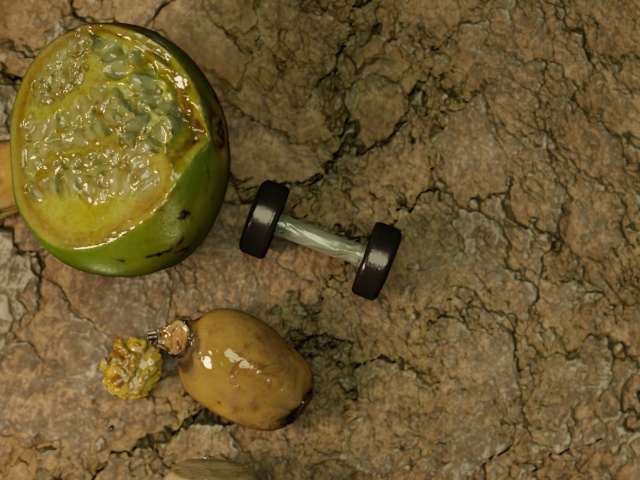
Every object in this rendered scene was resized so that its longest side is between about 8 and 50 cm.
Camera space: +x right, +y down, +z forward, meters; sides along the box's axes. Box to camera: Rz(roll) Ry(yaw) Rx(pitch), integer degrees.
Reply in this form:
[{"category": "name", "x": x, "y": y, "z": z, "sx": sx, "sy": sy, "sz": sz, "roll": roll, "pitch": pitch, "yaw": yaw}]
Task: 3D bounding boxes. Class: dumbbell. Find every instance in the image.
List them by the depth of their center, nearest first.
[{"category": "dumbbell", "x": 0.000, "y": 0.000, "z": 1.934, "sx": 0.191, "sy": 0.100, "sz": 0.100, "roll": 21, "pitch": 78, "yaw": 2}]

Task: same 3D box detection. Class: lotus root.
[{"category": "lotus root", "x": -0.109, "y": 0.154, "z": 1.888, "sx": 0.221, "sy": 0.118, "sz": 0.125, "roll": 33, "pitch": 62, "yaw": -7}]

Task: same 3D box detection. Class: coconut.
[{"category": "coconut", "x": -0.133, "y": 0.352, "z": 1.830, "sx": 0.161, "sy": 0.161, "sz": 0.162, "roll": 4, "pitch": 98, "yaw": -3}]

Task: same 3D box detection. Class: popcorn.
[{"category": "popcorn", "x": -0.237, "y": 0.159, "z": 1.910, "sx": 0.082, "sy": 0.057, "sz": 0.083, "roll": -29, "pitch": 79, "yaw": -10}]

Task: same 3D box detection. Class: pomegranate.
[{"category": "pomegranate", "x": -0.267, "y": -0.097, "z": 1.896, "sx": 0.359, "sy": 0.216, "sz": 0.309, "roll": -13, "pitch": 78, "yaw": 25}]
